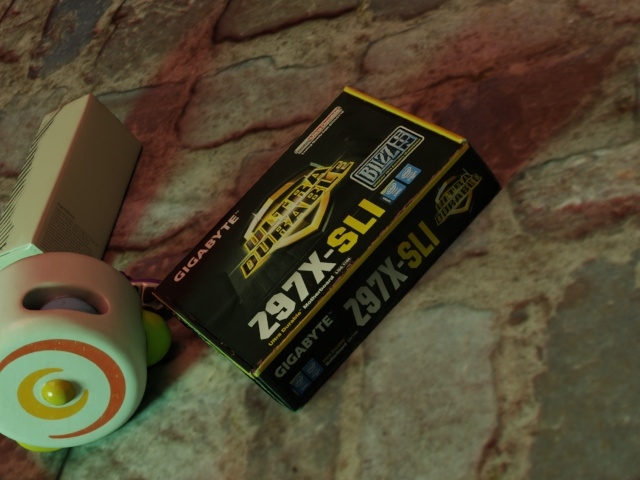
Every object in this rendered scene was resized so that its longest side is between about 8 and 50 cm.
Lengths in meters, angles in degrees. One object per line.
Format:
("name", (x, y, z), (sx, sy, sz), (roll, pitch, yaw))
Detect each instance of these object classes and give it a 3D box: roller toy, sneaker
("roller toy", (-0.286, 0.125, 1.760), (0.209, 0.191, 0.146), (-32, 35, 16))
("sneaker", (-0.234, 0.060, 1.899), (0.170, 0.068, 0.071), (-8, 41, 43))

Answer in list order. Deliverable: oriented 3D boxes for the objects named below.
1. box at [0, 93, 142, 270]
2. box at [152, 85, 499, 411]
("box", (-0.327, -0.050, 2.082), (0.094, 0.113, 0.275), (-21, 37, 32))
("box", (0.000, 0.000, 1.711), (0.322, 0.079, 0.257), (-47, 35, -7))
